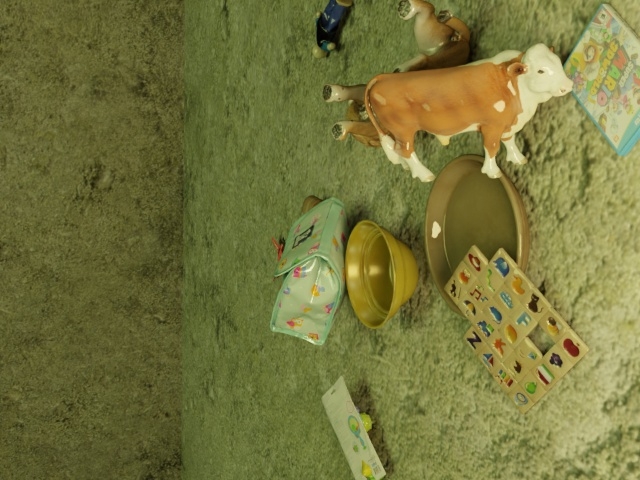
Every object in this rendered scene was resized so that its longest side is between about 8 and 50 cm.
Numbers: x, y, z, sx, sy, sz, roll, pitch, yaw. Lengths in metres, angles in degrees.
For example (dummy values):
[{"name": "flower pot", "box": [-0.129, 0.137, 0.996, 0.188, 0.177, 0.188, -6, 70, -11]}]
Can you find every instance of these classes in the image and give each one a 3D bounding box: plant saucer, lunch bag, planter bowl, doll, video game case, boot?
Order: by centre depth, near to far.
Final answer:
[{"name": "video game case", "box": [0.381, -0.210, 0.966, 0.119, 0.015, 0.166, 113, 145, -46]}, {"name": "plant saucer", "box": [0.261, -0.006, 1.248, 0.278, 0.041, 0.277, 177, 90, -67]}, {"name": "planter bowl", "box": [0.134, 0.064, 1.488, 0.217, 0.090, 0.217, 176, 90, -66]}, {"name": "lunch bag", "box": [-0.011, 0.060, 1.649, 0.223, 0.160, 0.262, -72, -4, -51]}, {"name": "doll", "box": [0.019, -0.496, 1.734, 0.189, 0.046, 0.129, 121, 140, -52]}, {"name": "boot", "box": [0.000, 0.000, 1.825, 0.152, 0.073, 0.197, 41, 135, 51]}]

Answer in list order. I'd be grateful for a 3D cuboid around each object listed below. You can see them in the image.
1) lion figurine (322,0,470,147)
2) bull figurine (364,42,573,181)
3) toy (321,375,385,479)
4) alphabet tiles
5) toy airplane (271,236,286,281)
[{"name": "lion figurine", "box": [0.156, -0.278, 1.304, 0.392, 0.240, 0.142, -29, 75, 47]}, {"name": "bull figurine", "box": [0.219, -0.190, 1.107, 0.311, 0.101, 0.188, 2, 117, 27]}, {"name": "toy", "box": [0.087, 0.438, 1.699, 0.137, 0.056, 0.237, -57, 47, 49]}, {"name": "alphabet tiles", "box": [0.288, 0.129, 1.164, 0.237, 0.009, 0.198, 55, 145, 26]}, {"name": "toy airplane", "box": [-0.113, 0.060, 2.145, 0.151, 0.028, 0.151, 177, 90, -68]}]
